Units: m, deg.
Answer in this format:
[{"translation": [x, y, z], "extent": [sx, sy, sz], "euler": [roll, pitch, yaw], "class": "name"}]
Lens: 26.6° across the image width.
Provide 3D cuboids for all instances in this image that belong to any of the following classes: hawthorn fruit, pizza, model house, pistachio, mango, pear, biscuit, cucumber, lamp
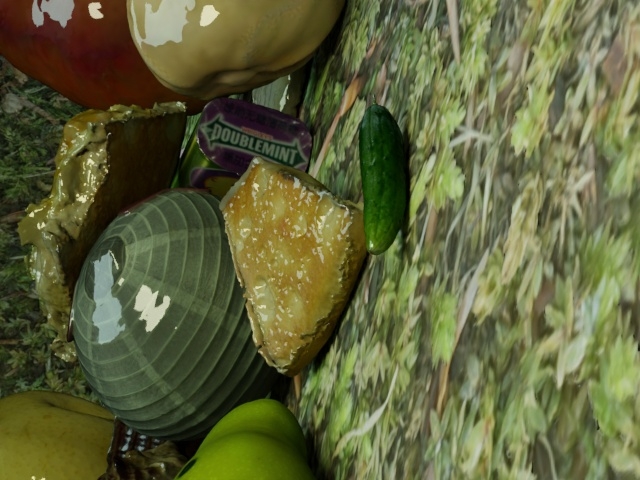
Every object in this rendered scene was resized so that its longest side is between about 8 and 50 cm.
[{"translation": [-0.264, -0.386, 2.006], "extent": [0.472, 0.472, 0.471], "euler": [-168, 90, -78], "class": "hawthorn fruit"}, {"translation": [-0.246, -0.035, 1.467], "extent": [0.223, 0.089, 0.323], "euler": [50, -122, -67], "class": "pizza"}, {"translation": [-0.164, 0.217, 1.551], "extent": [0.106, 0.152, 0.165], "euler": [-146, 68, -70], "class": "model house"}, {"translation": [-0.087, -0.288, 1.515], "extent": [0.308, 0.230, 0.230], "euler": [-67, 7, -24], "class": "pistachio"}, {"translation": [-0.065, 0.232, 1.119], "extent": [0.293, 0.143, 0.175], "euler": [-84, 10, -72], "class": "mango"}, {"translation": [-0.005, -0.003, 1.242], "extent": [0.204, 0.081, 0.188], "euler": [-52, 50, 43], "class": "pizza"}, {"translation": [-0.383, 0.382, 1.932], "extent": [0.348, 0.348, 0.348], "euler": [-168, 90, -78], "class": "pear"}, {"translation": [-0.049, -0.213, 1.712], "extent": [0.188, 0.040, 0.265], "euler": [133, 147, -63], "class": "biscuit"}, {"translation": [0.051, -0.053, 1.098], "extent": [0.039, 0.039, 0.167], "euler": [117, 159, -49], "class": "cucumber"}, {"translation": [-0.142, 0.068, 1.378], "extent": [0.265, 0.233, 0.233], "euler": [-68, 8, -19], "class": "lamp"}]

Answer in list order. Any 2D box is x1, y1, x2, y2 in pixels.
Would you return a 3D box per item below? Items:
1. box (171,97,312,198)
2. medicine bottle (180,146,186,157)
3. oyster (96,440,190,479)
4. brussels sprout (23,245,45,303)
[{"translation": [-0.119, -0.056, 1.647], "extent": [0.345, 0.134, 0.097], "euler": [133, 150, -65], "class": "box"}, {"translation": [-0.153, -0.077, 1.860], "extent": [0.219, 0.115, 0.078], "euler": [132, 150, -65], "class": "medicine bottle"}, {"translation": [-0.117, 0.313, 1.260], "extent": [0.096, 0.221, 0.361], "euler": [-34, 17, 15], "class": "oyster"}, {"translation": [-0.299, 0.031, 1.573], "extent": [0.085, 0.058, 0.085], "euler": [-10, -90, -79], "class": "brussels sprout"}]
